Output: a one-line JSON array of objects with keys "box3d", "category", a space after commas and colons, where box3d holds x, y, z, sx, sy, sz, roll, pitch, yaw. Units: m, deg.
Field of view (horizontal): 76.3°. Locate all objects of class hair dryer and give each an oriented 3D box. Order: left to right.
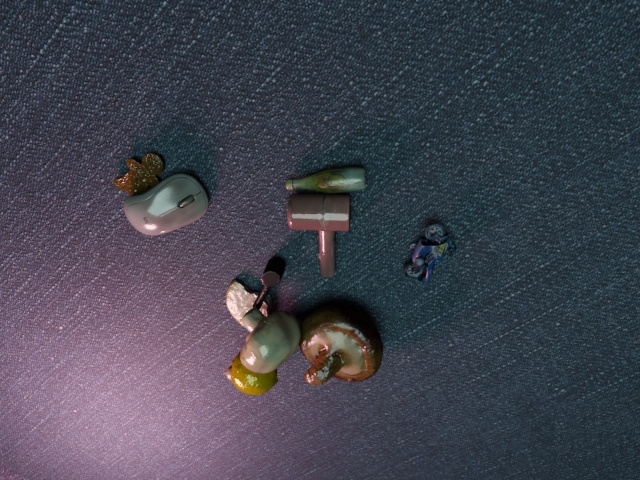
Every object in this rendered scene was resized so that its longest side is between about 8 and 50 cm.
[{"box3d": [-0.205, 0.183, 1.549, 0.070, 0.114, 0.248, 23, 119, -5], "category": "hair dryer"}, {"box3d": [0.000, 0.000, 1.443, 0.210, 0.125, 0.353, 2, 123, 5], "category": "hair dryer"}]

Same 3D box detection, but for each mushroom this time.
[{"box3d": [-0.206, 0.355, 1.513, 0.234, 0.260, 0.254, 41, 73, 13], "category": "mushroom"}, {"box3d": [0.078, 0.397, 1.585, 0.344, 0.239, 0.346, -7, 129, -9], "category": "mushroom"}]

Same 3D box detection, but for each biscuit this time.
[{"box3d": [-0.619, -0.227, 1.423, 0.138, 0.031, 0.205, 41, 115, -20], "category": "biscuit"}, {"box3d": [-0.281, 0.266, 1.636, 0.188, 0.040, 0.266, -22, 112, 17], "category": "biscuit"}]

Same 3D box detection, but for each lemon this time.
[{"box3d": [-0.261, 0.521, 1.626, 0.202, 0.178, 0.178, 25, 116, -7], "category": "lemon"}]

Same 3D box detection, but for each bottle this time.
[{"box3d": [0.016, -0.197, 1.353, 0.269, 0.083, 0.083, -3, 116, 9], "category": "bottle"}]

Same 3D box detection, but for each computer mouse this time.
[{"box3d": [-0.543, -0.115, 1.410, 0.296, 0.121, 0.184, -15, 120, 9], "category": "computer mouse"}]

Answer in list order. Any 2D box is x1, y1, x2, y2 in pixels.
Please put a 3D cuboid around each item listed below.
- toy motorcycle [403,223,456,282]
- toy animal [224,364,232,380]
[{"box3d": [0.392, 0.050, 1.441, 0.135, 0.092, 0.255, 13, 126, -12], "category": "toy motorcycle"}, {"box3d": [-0.350, 0.578, 1.778, 0.149, 0.084, 0.089, 2, 130, 17], "category": "toy animal"}]
